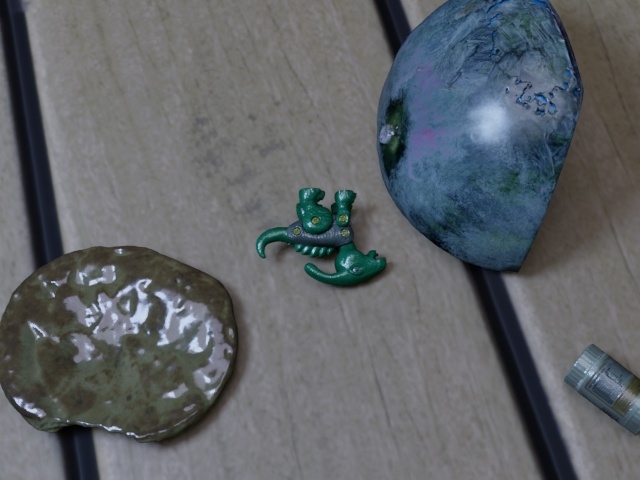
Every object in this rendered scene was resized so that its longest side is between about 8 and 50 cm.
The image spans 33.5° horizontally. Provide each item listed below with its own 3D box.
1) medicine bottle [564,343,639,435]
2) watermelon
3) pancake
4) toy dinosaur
[{"bbox_3d":[0.275,0.140,0.996,0.083,0.047,0.047,38,71,20],"label":"medicine bottle"},{"bbox_3d":[0.144,-0.144,1.067,0.175,0.188,0.321,-9,57,-5],"label":"watermelon"},{"bbox_3d":[-0.200,0.101,1.049,0.236,0.042,0.222,-10,58,-5],"label":"pancake"},{"bbox_3d":[0.000,0.000,1.082,0.132,0.059,0.096,-1,69,-6],"label":"toy dinosaur"}]
